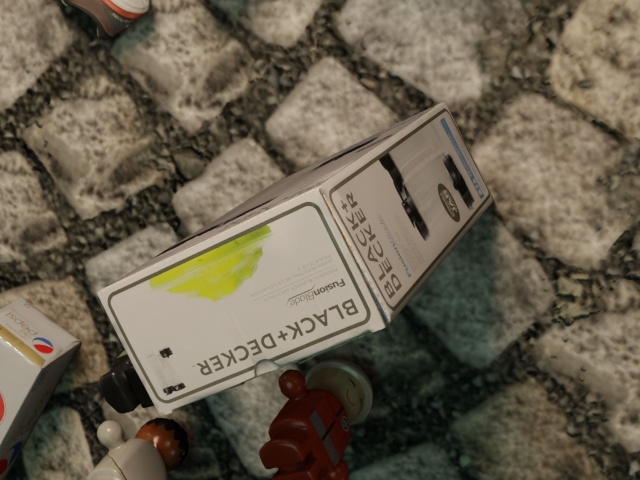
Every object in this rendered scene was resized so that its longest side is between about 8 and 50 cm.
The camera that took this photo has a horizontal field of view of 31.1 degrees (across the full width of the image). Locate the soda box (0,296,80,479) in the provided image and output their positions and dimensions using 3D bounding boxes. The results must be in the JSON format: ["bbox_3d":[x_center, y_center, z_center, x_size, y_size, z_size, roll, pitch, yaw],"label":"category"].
[{"bbox_3d":[-0.308,0.161,1.066,0.074,0.069,0.216,36,114,7],"label":"soda box"}]

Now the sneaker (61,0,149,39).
[{"bbox_3d":[-0.209,-0.224,0.918,0.158,0.061,0.065,49,122,2],"label":"sneaker"}]

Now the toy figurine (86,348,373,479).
[{"bbox_3d":[-0.079,0.168,0.947,0.213,0.148,0.210,23,119,10],"label":"toy figurine"}]

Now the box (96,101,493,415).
[{"bbox_3d":[0.000,0.000,0.778,0.169,0.290,0.087,-24,97,26],"label":"box"}]
